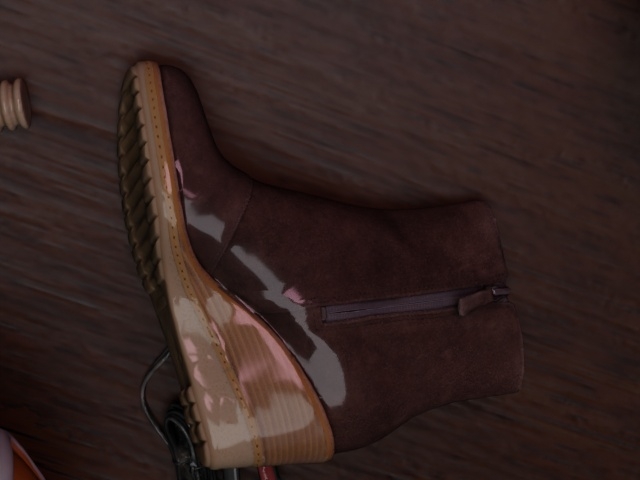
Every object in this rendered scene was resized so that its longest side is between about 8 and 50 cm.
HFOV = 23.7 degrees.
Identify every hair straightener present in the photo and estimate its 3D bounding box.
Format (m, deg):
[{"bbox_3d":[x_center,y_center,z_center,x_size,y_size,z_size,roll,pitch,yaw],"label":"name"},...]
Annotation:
[{"bbox_3d":[-0.065,0.160,0.944,0.089,0.047,0.230,-12,107,-1],"label":"hair straightener"}]

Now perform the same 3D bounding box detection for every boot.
[{"bbox_3d":[0.000,0.000,0.894,0.207,0.090,0.248,-15,91,-19],"label":"boot"}]

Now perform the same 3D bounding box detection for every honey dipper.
[{"bbox_3d":[-0.247,-0.066,0.871,0.160,0.030,0.030,-9,108,1],"label":"honey dipper"}]

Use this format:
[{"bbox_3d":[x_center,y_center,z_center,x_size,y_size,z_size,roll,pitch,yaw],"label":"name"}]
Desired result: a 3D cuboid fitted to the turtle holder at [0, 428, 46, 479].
[{"bbox_3d":[-0.280,0.228,0.852,0.320,0.243,0.227,-45,123,0],"label":"turtle holder"}]
